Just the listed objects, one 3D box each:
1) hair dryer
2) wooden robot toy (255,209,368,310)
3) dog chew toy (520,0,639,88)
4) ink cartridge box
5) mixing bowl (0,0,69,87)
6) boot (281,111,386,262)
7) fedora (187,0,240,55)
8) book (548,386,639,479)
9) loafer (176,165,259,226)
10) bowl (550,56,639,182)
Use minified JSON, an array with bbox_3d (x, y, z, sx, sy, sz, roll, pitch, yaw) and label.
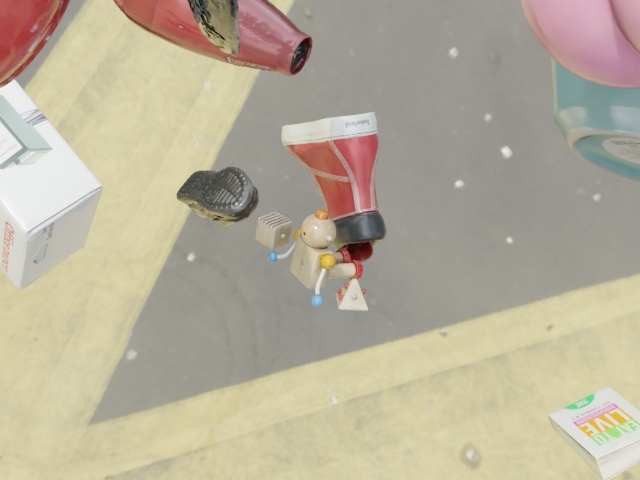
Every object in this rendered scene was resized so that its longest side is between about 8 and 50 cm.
[{"bbox_3d":[-0.131,-0.220,0.734,0.293,0.223,0.080,34,86,-23],"label":"hair dryer"},{"bbox_3d":[0.000,0.000,0.953,0.076,0.079,0.173,-10,33,-31],"label":"wooden robot toy"},{"bbox_3d":[0.298,-0.215,0.728,0.206,0.332,0.207,-5,106,-17],"label":"dog chew toy"},{"bbox_3d":[-0.427,-0.104,1.219,0.121,0.211,0.289,-38,85,-29],"label":"ink cartridge box"},{"bbox_3d":[-0.204,-0.148,0.525,0.098,0.181,0.182,35,47,-37],"label":"mixing bowl"},{"bbox_3d":[0.016,-0.063,1.160,0.088,0.244,0.176,-10,98,-14],"label":"boot"},{"bbox_3d":[-0.019,-0.271,0.516,0.152,0.334,0.334,-10,66,-7],"label":"fedora"},{"bbox_3d":[0.370,0.244,1.209,0.096,0.144,0.035,-25,106,-5],"label":"book"},{"bbox_3d":[-0.142,-0.062,1.418,0.078,0.220,0.080,43,79,-27],"label":"loafer"},{"bbox_3d":[0.381,-0.157,1.018,0.311,0.311,0.163,21,84,-18],"label":"bowl"}]
